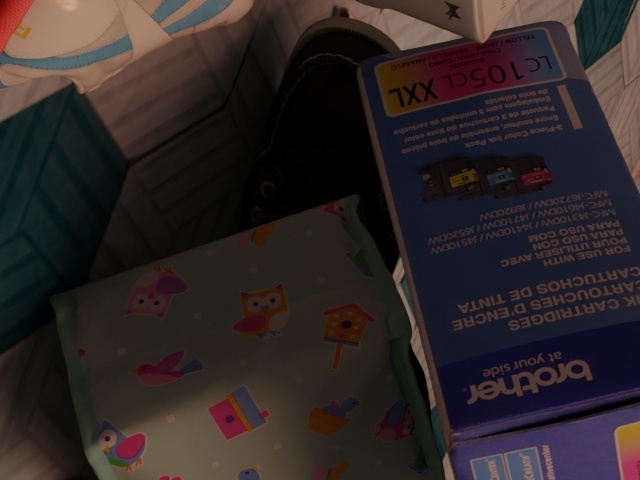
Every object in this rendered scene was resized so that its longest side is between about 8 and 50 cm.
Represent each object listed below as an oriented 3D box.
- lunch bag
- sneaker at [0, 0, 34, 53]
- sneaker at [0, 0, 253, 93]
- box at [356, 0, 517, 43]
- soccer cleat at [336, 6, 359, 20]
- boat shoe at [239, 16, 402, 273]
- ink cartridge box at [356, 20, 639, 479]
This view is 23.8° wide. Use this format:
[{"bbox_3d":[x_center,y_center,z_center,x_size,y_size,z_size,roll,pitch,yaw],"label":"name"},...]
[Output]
[{"bbox_3d":[-0.038,0.119,1.034,0.223,0.160,0.262,-19,142,-3],"label":"lunch bag"},{"bbox_3d":[-0.207,-0.094,0.618,0.314,0.136,0.116,-50,150,-29],"label":"sneaker"},{"bbox_3d":[-0.115,-0.136,0.841,0.092,0.087,0.229,-53,163,25],"label":"sneaker"},{"bbox_3d":[0.048,-0.245,0.925,0.119,0.181,0.182,-51,152,-27],"label":"box"},{"bbox_3d":[0.005,-0.136,1.130,0.083,0.029,0.035,-58,146,-21],"label":"soccer cleat"},{"bbox_3d":[-0.004,-0.001,1.120,0.340,0.127,0.113,104,14,-44],"label":"boat shoe"},{"bbox_3d":[0.140,0.091,0.927,0.395,0.151,0.270,-98,174,-48],"label":"ink cartridge box"}]
